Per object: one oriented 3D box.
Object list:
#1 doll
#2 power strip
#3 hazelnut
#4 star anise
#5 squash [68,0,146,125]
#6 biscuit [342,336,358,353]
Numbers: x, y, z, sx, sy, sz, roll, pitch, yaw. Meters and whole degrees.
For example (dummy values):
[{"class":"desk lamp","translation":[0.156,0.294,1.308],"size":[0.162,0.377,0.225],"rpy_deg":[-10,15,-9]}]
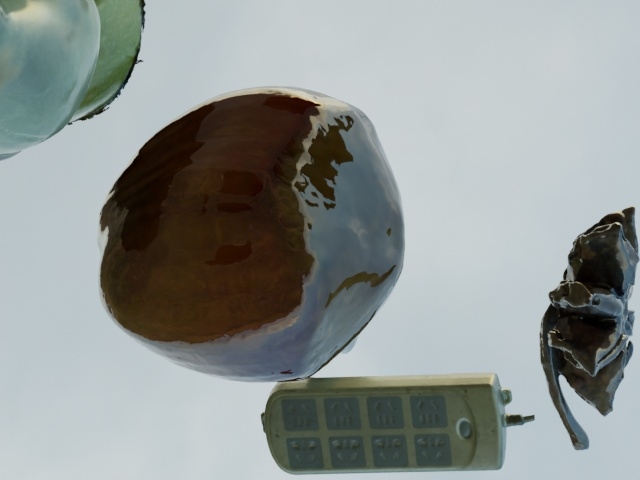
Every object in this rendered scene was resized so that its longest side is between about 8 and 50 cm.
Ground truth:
[{"class":"doll","translation":[-0.192,-0.054,0.819],"size":[0.275,0.113,0.155],"rpy_deg":[-34,-154,37]},{"class":"power strip","translation":[0.060,0.149,1.533],"size":[0.226,0.080,0.029],"rpy_deg":[-3,-161,13]},{"class":"hazelnut","translation":[-0.044,0.002,1.288],"size":[0.210,0.186,0.210],"rpy_deg":[-42,-148,35]},{"class":"star anise","translation":[0.260,0.076,1.829],"size":[0.089,0.209,0.231],"rpy_deg":[13,-108,20]},{"class":"squash","translation":[-0.235,-0.102,1.315],"size":[0.137,0.137,0.287],"rpy_deg":[-31,-169,36]},{"class":"biscuit","translation":[0.000,0.000,1.578],"size":[0.049,0.208,0.181],"rpy_deg":[-6,-164,10]}]
